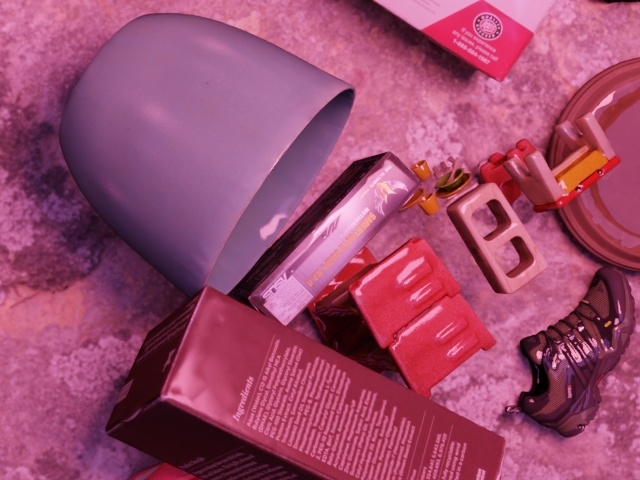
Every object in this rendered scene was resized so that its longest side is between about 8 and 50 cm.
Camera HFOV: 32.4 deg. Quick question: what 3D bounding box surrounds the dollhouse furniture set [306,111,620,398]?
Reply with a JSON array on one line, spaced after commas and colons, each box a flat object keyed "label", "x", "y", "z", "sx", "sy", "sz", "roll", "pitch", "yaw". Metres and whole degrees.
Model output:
[{"label": "dollhouse furniture set", "x": 0.180, "y": 0.021, "z": 1.317, "sx": 0.374, "sy": 0.201, "sz": 0.152, "roll": -35, "pitch": 97, "yaw": -15}]

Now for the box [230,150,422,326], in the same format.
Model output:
[{"label": "box", "x": 0.000, "y": 0.000, "z": 1.280, "sx": 0.056, "sy": 0.183, "sz": 0.231, "roll": 45, "pitch": 82, "yaw": -8}]

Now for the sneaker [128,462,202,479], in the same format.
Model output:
[{"label": "sneaker", "x": -0.111, "y": 0.266, "z": 1.284, "sx": 0.314, "sy": 0.136, "sz": 0.116, "roll": -43, "pitch": 99, "yaw": -9}]

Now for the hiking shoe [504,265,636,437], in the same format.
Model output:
[{"label": "hiking shoe", "x": 0.317, "y": 0.132, "z": 1.397, "sx": 0.114, "sy": 0.086, "sz": 0.227, "roll": 21, "pitch": 88, "yaw": -15}]

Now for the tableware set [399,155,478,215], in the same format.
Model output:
[{"label": "tableware set", "x": 0.126, "y": -0.066, "z": 1.314, "sx": 0.104, "sy": 0.154, "sz": 0.024, "roll": -33, "pitch": 108, "yaw": 6}]

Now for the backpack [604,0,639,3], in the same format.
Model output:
[{"label": "backpack", "x": 0.418, "y": -0.400, "z": 1.367, "sx": 0.144, "sy": 0.166, "sz": 0.188, "roll": -3, "pitch": 92, "yaw": -7}]

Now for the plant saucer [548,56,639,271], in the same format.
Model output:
[{"label": "plant saucer", "x": 0.428, "y": -0.095, "z": 1.397, "sx": 0.277, "sy": 0.041, "sz": 0.278, "roll": 0, "pitch": 94, "yaw": -4}]

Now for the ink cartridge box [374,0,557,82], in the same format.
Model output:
[{"label": "ink cartridge box", "x": 0.198, "y": -0.375, "z": 1.286, "sx": 0.226, "sy": 0.131, "sz": 0.306, "roll": 32, "pitch": 101, "yaw": -9}]

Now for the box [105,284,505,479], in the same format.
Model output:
[{"label": "box", "x": -0.015, "y": 0.211, "z": 1.183, "sx": 0.381, "sy": 0.191, "sz": 0.143, "roll": 28, "pitch": 60, "yaw": -17}]

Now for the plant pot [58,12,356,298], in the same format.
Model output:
[{"label": "plant pot", "x": -0.139, "y": -0.109, "z": 1.208, "sx": 0.235, "sy": 0.293, "sz": 0.293, "roll": 34, "pitch": 84, "yaw": 7}]
